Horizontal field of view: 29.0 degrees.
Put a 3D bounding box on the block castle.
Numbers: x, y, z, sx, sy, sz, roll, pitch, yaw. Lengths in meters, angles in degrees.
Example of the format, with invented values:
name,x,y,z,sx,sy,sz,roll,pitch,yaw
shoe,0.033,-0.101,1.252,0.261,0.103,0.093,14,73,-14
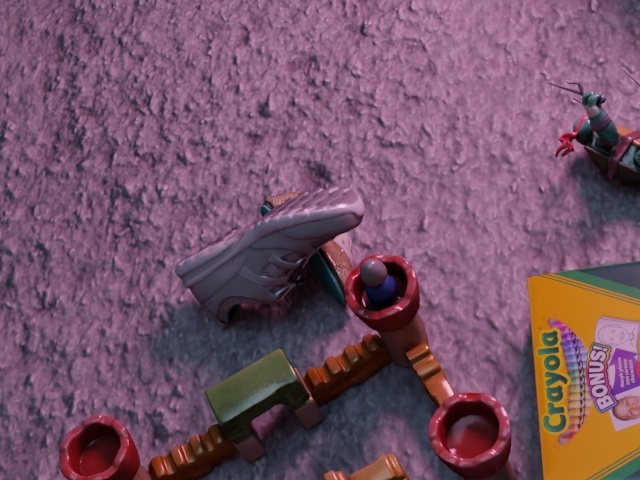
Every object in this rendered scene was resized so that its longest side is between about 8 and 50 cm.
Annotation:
name,x,y,z,sx,sy,sz,roll,pitch,yaw
block castle,-0.037,0.240,1.353,0.453,0.213,0.303,-29,52,-2

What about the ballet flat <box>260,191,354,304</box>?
name,x,y,z,sx,sy,sz,roll,pitch,yaw
ballet flat,0.000,0.000,1.604,0.067,0.073,0.206,-28,54,-19

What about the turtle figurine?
name,x,y,z,sx,sy,sz,roll,pitch,yaw
turtle figurine,0.390,-0.125,1.522,0.234,0.118,0.175,34,32,33

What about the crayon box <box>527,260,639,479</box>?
name,x,y,z,sx,sy,sz,roll,pitch,yaw
crayon box,0.322,0.163,1.359,0.165,0.081,0.279,-9,54,14

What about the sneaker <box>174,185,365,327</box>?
name,x,y,z,sx,sy,sz,roll,pitch,yaw
sneaker,-0.048,0.020,1.547,0.281,0.115,0.105,-25,8,35
